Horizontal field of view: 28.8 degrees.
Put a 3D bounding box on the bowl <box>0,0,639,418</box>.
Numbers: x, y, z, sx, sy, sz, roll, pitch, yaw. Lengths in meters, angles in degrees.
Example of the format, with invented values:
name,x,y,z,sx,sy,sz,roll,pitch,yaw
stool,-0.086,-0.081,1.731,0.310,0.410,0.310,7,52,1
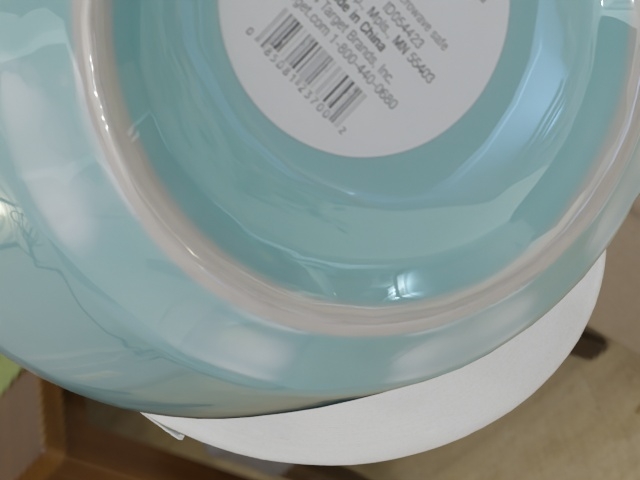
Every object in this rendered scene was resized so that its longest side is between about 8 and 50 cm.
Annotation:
name,x,y,z,sx,sy,sz,roll,pitch,yaw
bowl,-0.006,-0.069,0.422,0.312,0.311,0.163,-64,21,0

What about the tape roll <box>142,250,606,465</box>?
name,x,y,z,sx,sy,sz,roll,pitch,yaw
tape roll,0.000,0.000,0.871,0.392,0.392,0.072,-41,25,27
